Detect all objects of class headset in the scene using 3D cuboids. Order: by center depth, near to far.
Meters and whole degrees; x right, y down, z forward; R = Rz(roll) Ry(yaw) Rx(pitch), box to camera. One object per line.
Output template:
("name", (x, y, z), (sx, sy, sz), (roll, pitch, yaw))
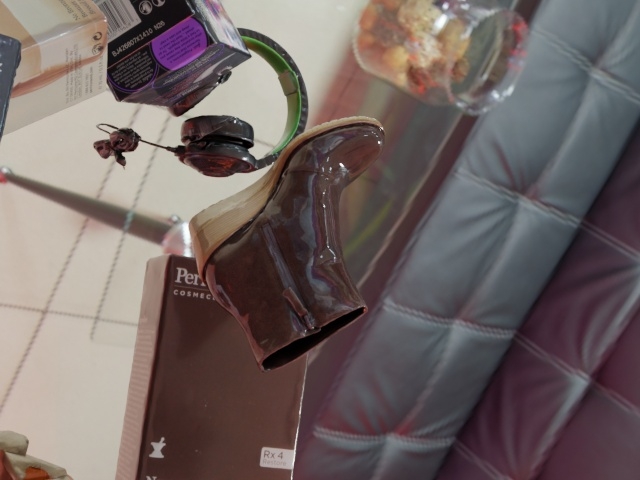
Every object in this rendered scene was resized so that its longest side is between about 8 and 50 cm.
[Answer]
("headset", (-0.184, -0.214, 1.651), (0.394, 0.185, 0.243), (-24, 96, -28))

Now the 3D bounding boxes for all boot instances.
("boot", (0.000, 0.000, 1.024), (0.248, 0.207, 0.090), (-33, 144, -4))

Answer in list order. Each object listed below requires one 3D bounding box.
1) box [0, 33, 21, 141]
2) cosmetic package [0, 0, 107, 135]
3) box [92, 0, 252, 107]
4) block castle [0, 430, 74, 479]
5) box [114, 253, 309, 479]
("box", (-0.347, -0.079, 0.821), (0.153, 0.108, 0.207), (16, 67, -24))
("cosmetic package", (-0.412, -0.206, 1.170), (0.296, 0.153, 0.129), (-33, 157, -31))
("box", (-0.221, -0.294, 1.452), (0.165, 0.143, 0.270), (-29, -178, 8))
("block castle", (-0.364, 0.364, 0.945), (0.303, 0.453, 0.213), (8, 103, -37))
("box", (-0.130, 0.218, 1.202), (0.191, 0.143, 0.381), (9, 81, -20))
